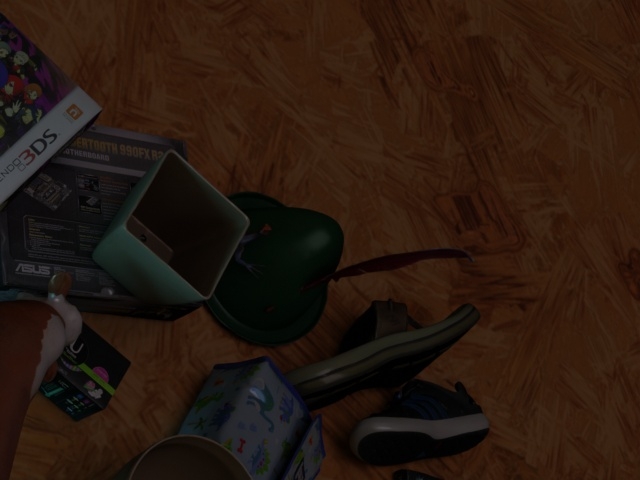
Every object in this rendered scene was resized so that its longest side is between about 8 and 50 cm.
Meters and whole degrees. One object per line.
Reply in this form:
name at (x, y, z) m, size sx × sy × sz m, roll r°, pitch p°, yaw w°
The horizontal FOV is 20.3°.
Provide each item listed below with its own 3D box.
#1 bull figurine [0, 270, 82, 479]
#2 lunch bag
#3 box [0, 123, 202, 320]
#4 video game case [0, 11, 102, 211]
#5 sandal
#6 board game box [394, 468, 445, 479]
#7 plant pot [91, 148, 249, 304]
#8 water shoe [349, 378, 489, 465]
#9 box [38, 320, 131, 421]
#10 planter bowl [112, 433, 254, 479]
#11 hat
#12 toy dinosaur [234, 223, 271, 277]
bull figurine at (-0.315, 0.123, 1.521) m, size 0.188 × 0.101 × 0.310 m, roll 9°, pitch 37°, yaw -2°
lunch bag at (-0.061, 0.212, 1.775) m, size 0.151 × 0.096 × 0.129 m, roll 55°, pitch 45°, yaw -27°
box at (-0.230, -0.023, 1.746) m, size 0.231 × 0.056 × 0.183 m, roll 8°, pitch 66°, yaw -39°
video game case at (-0.352, -0.131, 1.641) m, size 0.232 × 0.042 × 0.210 m, roll 44°, pitch 58°, yaw -3°
sandal at (0.060, 0.107, 1.916) m, size 0.303 × 0.120 × 0.086 m, roll -13°, pitch 67°, yaw -44°
board game box at (0.129, 0.350, 1.927) m, size 0.126 × 0.026 × 0.186 m, roll 23°, pitch 58°, yaw -33°
plant pot at (-0.152, -0.001, 1.697) m, size 0.109 × 0.096 × 0.109 m, roll 43°, pitch 50°, yaw -19°
water shoe at (0.096, 0.195, 1.949) m, size 0.203 × 0.073 × 0.080 m, roll 5°, pitch 48°, yaw -45°
box at (-0.234, 0.119, 1.684) m, size 0.083 × 0.052 × 0.062 m, roll 42°, pitch 50°, yaw -19°
planter bowl at (-0.144, 0.271, 1.657) m, size 0.162 × 0.109 × 0.162 m, roll 18°, pitch 61°, yaw -35°
hat at (0.000, 0.000, 1.853) m, size 0.208 × 0.183 × 0.173 m, roll -22°, pitch 87°, yaw -45°
toy dinosaur at (-0.094, 0.000, 1.825) m, size 0.082 × 0.047 × 0.090 m, roll -39°, pitch 71°, yaw -22°
